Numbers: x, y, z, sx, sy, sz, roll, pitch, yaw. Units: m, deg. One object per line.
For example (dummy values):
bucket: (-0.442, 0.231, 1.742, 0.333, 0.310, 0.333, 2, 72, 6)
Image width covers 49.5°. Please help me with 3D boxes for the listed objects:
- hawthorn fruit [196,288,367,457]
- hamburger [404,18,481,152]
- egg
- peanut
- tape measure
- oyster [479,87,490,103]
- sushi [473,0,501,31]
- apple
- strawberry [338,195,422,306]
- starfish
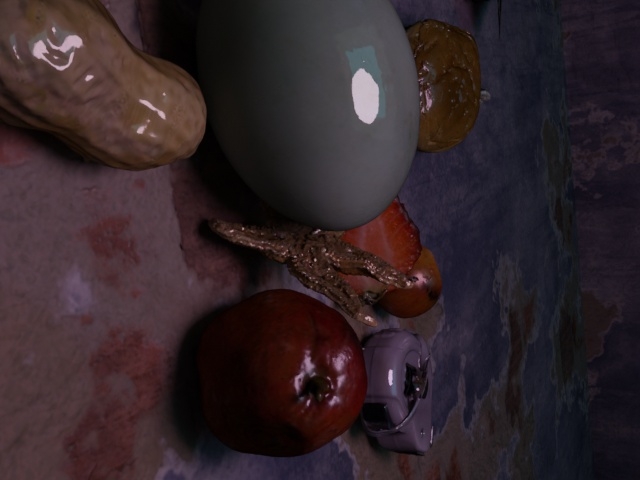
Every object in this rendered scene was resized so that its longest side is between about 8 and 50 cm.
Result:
hawthorn fruit: (-0.037, 0.172, 0.869, 0.224, 0.261, 0.224, 1, 88, -28)
hamburger: (0.239, -0.316, 1.429, 0.285, 0.134, 0.265, -10, 94, -43)
egg: (-0.014, -0.198, 0.896, 0.276, 0.276, 0.389, -36, 109, -54)
peanut: (-0.225, -0.155, 0.690, 0.313, 0.149, 0.149, 27, 66, -56)
tape measure: (0.137, 0.267, 1.286, 0.197, 0.120, 0.236, 34, 56, -51)
oyster: (0.296, -0.362, 1.635, 0.252, 0.087, 0.199, 49, 47, -30)
sushi: (0.422, -0.741, 1.842, 0.373, 0.100, 0.296, -73, 155, -45)
apple: (0.169, 0.076, 1.321, 0.146, 0.146, 0.146, 5, 85, -59)
strawberry: (0.086, -0.007, 1.211, 0.175, 0.107, 0.236, 14, 104, -20)
starfish: (-0.002, 0.003, 0.988, 0.299, 0.302, 0.060, -23, 150, -49)
